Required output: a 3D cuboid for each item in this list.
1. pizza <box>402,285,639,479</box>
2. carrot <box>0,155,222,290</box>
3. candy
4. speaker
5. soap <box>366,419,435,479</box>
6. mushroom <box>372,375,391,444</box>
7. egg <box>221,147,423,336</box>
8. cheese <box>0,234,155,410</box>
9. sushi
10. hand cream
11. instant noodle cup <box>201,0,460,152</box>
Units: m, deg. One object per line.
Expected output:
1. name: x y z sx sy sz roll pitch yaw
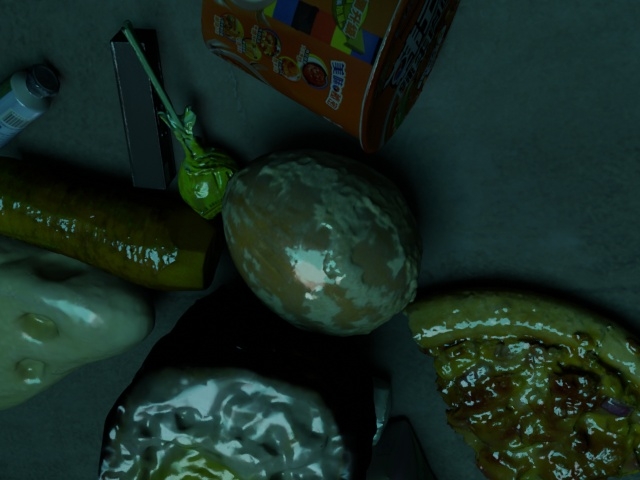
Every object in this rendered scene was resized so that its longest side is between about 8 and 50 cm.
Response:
1. pizza: 0.269 0.192 1.423 0.408 0.114 0.278 33 121 -2
2. carrot: -0.270 -0.018 1.455 0.301 0.114 0.114 17 126 10
3. candy: -0.163 -0.138 1.352 0.077 0.073 0.262 -22 123 6
4. speaker: -0.206 -0.153 1.387 0.046 0.040 0.191 5 123 14
5. soap: 0.055 0.358 1.579 0.199 0.138 0.182 -14 116 27
6. mushroom: -0.013 0.186 1.526 0.223 0.081 0.092 26 152 4
7. egg: 0.000 0.000 1.320 0.245 0.203 0.203 36 126 -9
8. cheese: -0.393 0.132 1.586 0.351 0.130 0.328 18 130 7
9. sushi: -0.079 0.225 1.351 0.299 0.294 0.281 32 103 -2
10. hand cream: -0.422 -0.130 1.457 0.271 0.091 0.058 -32 69 31
11. instant noodle cup: 0.015 -0.237 1.150 0.192 0.250 0.250 26 127 12
